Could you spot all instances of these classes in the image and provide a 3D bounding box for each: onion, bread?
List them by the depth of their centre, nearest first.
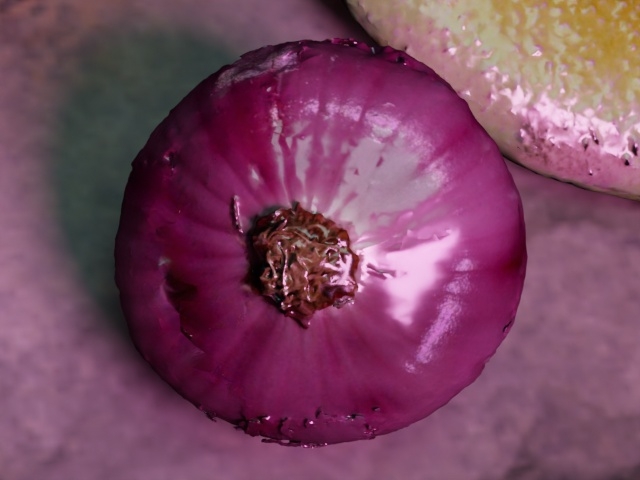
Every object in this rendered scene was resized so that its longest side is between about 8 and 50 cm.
[{"bbox_3d":[0.000,0.000,0.516,0.115,0.115,0.104,23,16,-1],"label":"onion"},{"bbox_3d":[0.101,-0.124,0.612,0.228,0.033,0.229,6,70,-16],"label":"bread"}]
